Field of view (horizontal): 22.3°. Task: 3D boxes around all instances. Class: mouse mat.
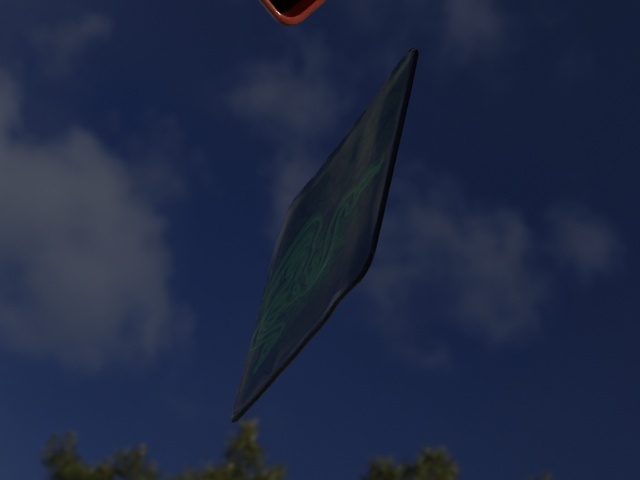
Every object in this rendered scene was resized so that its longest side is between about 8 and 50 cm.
[{"bbox_3d":[0.000,0.000,0.871,0.007,0.152,0.189,22,-37,-12],"label":"mouse mat"}]

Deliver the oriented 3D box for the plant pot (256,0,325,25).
[{"bbox_3d":[-0.034,-0.394,1.733,0.267,0.267,0.236,49,-6,-5],"label":"plant pot"}]
